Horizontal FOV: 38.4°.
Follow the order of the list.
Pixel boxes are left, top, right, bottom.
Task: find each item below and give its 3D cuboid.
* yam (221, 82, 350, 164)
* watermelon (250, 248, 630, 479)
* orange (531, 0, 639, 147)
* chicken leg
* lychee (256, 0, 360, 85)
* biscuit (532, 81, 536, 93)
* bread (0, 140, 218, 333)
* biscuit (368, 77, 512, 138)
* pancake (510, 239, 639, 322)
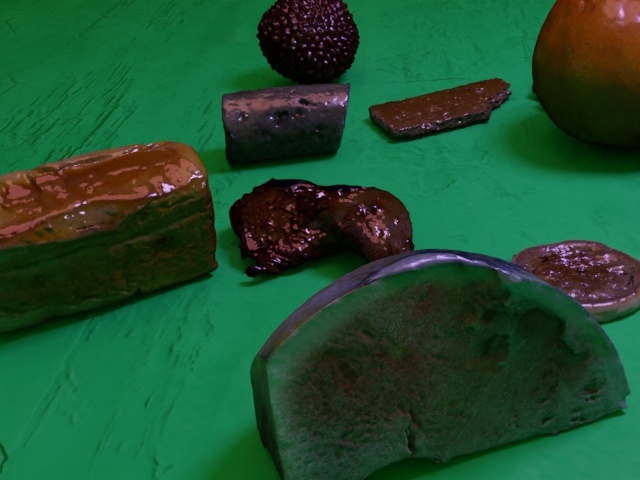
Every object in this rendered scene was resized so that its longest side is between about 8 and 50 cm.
[{"bbox_3d":[-0.047,-0.175,1.359,0.194,0.107,0.107,-6,27,1],"label":"yam"},{"bbox_3d":[0.097,0.102,0.764,0.305,0.224,0.180,-11,71,-11],"label":"watermelon"},{"bbox_3d":[0.414,-0.239,1.224,0.261,0.261,0.261,-6,27,3],"label":"orange"},{"bbox_3d":[0.009,-0.007,1.062,0.323,0.083,0.177,10,41,34],"label":"chicken leg"},{"bbox_3d":[-0.016,-0.360,1.647,0.188,0.188,0.188,-6,27,3],"label":"lychee"},{"bbox_3d":[0.425,-0.248,1.453,0.182,0.034,0.215,-8,25,-3],"label":"biscuit"},{"bbox_3d":[-0.263,-0.003,1.027,0.295,0.166,0.132,-16,52,-19],"label":"bread"},{"bbox_3d":[0.203,-0.207,1.442,0.237,0.026,0.131,-14,29,-13],"label":"biscuit"},{"bbox_3d":[0.265,0.037,0.950,0.152,0.025,0.151,-6,29,3],"label":"pancake"}]
